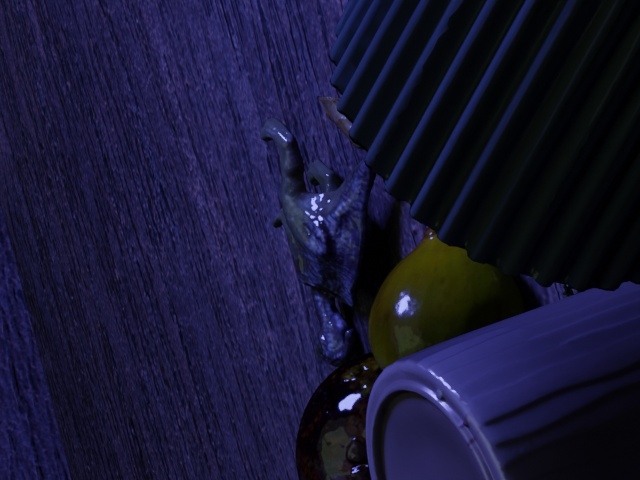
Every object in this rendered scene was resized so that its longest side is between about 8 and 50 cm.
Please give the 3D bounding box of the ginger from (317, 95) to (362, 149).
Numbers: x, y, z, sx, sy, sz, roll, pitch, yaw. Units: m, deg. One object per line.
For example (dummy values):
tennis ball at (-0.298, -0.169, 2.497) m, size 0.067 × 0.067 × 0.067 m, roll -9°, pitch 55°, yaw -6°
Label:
ginger at (0.025, -0.126, 1.932) m, size 0.048 × 0.030 × 0.097 m, roll 61°, pitch 174°, yaw -37°

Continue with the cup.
cup at (0.182, 0.149, 1.374) m, size 0.208 × 0.273 × 0.288 m, roll 68°, pitch 154°, yaw 10°

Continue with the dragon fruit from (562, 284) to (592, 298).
dragon fruit at (0.169, -0.053, 1.515) m, size 0.137 × 0.135 × 0.235 m, roll 40°, pitch 153°, yaw 48°

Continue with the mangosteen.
mangosteen at (0.075, 0.195, 1.797) m, size 0.217 × 0.192 × 0.192 m, roll 17°, pitch -120°, yaw -80°

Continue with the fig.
fig at (0.108, 0.066, 1.691) m, size 0.153 × 0.136 × 0.120 m, roll -91°, pitch -12°, yaw -55°

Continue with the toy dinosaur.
toy dinosaur at (0.007, -0.001, 1.978) m, size 0.162 × 0.077 × 0.294 m, roll 54°, pitch 161°, yaw 38°

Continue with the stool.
stool at (0.194, -0.179, 1.206) m, size 0.297 × 0.297 × 0.330 m, roll 66°, pitch 149°, yaw 29°
